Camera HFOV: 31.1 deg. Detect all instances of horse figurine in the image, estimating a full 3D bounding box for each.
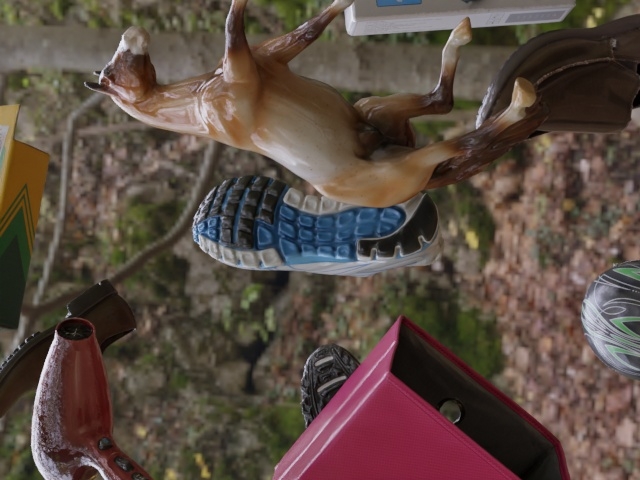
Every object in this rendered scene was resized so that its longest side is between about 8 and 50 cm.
[{"bbox_3d":[0.010,-0.082,0.686,0.174,0.263,0.066,-45,34,45],"label":"horse figurine"}]

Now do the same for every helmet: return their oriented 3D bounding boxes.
[{"bbox_3d":[0.424,0.104,1.494,0.169,0.161,0.169,-175,90,-83],"label":"helmet"}]

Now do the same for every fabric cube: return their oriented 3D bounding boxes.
[{"bbox_3d":[0.101,0.282,1.285,0.258,0.254,0.259,-52,1,13],"label":"fabric cube"}]

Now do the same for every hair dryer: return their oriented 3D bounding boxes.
[{"bbox_3d":[-0.190,0.210,1.099,0.080,0.223,0.294,-30,-80,-47],"label":"hair dryer"}]

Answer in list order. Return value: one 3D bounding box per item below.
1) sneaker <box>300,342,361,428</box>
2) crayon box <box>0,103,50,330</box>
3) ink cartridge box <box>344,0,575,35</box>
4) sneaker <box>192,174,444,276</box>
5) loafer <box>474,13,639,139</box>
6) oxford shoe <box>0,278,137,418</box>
[{"bbox_3d":[0.061,0.254,1.479,0.271,0.100,0.108,62,-165,-5],"label":"sneaker"},{"bbox_3d":[-0.520,-0.033,1.715,0.083,0.203,0.323,25,-111,-56],"label":"crayon box"},{"bbox_3d":[0.170,-0.411,1.522,0.066,0.296,0.261,116,148,-79],"label":"ink cartridge box"},{"bbox_3d":[0.000,0.000,0.832,0.083,0.190,0.071,45,-127,-62],"label":"sneaker"},{"bbox_3d":[0.358,-0.204,1.515,0.366,0.130,0.134,-25,-32,-30],"label":"loafer"},{"bbox_3d":[-0.323,0.153,1.425,0.227,0.096,0.083,-40,-4,-13],"label":"oxford shoe"}]
